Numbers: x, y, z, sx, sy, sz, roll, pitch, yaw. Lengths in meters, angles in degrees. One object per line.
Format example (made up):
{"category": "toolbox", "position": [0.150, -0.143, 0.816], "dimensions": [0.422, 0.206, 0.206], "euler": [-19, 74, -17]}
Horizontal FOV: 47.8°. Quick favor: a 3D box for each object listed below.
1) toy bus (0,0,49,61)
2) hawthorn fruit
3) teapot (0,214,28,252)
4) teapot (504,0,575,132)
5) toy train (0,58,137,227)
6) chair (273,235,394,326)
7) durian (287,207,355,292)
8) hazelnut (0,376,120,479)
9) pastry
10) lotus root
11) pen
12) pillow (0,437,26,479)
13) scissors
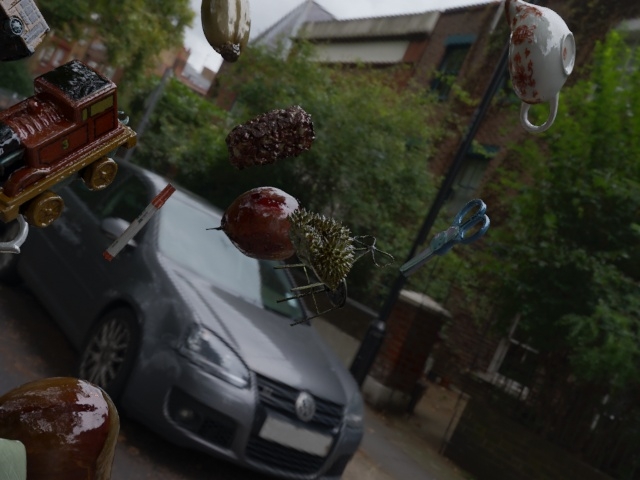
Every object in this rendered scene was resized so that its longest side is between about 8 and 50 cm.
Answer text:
{"category": "toy bus", "position": [-0.638, -0.469, 1.440], "dimensions": [0.098, 0.114, 0.201], "euler": [-2, -48, 25]}
{"category": "hawthorn fruit", "position": [-0.153, -0.031, 1.712], "dimensions": [0.235, 0.181, 0.181], "euler": [-7, 12, -22]}
{"category": "teapot", "position": [-0.722, -0.042, 1.385], "dimensions": [0.297, 0.140, 0.204], "euler": [-2, -25, -16]}
{"category": "teapot", "position": [0.378, -0.306, 1.250], "dimensions": [0.116, 0.246, 0.159], "euler": [4, 20, 22]}
{"category": "toy train", "position": [-0.503, -0.188, 1.360], "dimensions": [0.163, 0.369, 0.232], "euler": [33, -41, 17]}
{"category": "chair", "position": [0.039, 0.118, 2.100], "dimensions": [0.325, 0.170, 0.160], "euler": [-14, 34, -21]}
{"category": "durian", "position": [0.000, 0.000, 1.223], "dimensions": [0.146, 0.102, 0.208], "euler": [53, 1, 15]}
{"category": "hazelnut", "position": [-0.676, 0.510, 1.795], "dimensions": [0.365, 0.366, 0.366], "euler": [26, -2, 1]}
{"category": "pastry", "position": [-0.117, -0.237, 1.653], "dimensions": [0.115, 0.208, 0.097], "euler": [-106, -179, -48]}
{"category": "lotus root", "position": [-0.130, -0.309, 0.996], "dimensions": [0.073, 0.151, 0.062], "euler": [16, -33, -35]}
{"category": "pen", "position": [-0.434, -0.044, 1.732], "dimensions": [0.028, 0.239, 0.028], "euler": [43, 2, -2]}
{"category": "pillow", "position": [-0.582, 0.467, 1.210], "dimensions": [0.076, 0.275, 0.281], "euler": [-5, -19, 5]}
{"category": "scissors", "position": [0.284, 0.007, 1.677], "dimensions": [0.030, 0.256, 0.125], "euler": [37, 30, -23]}
